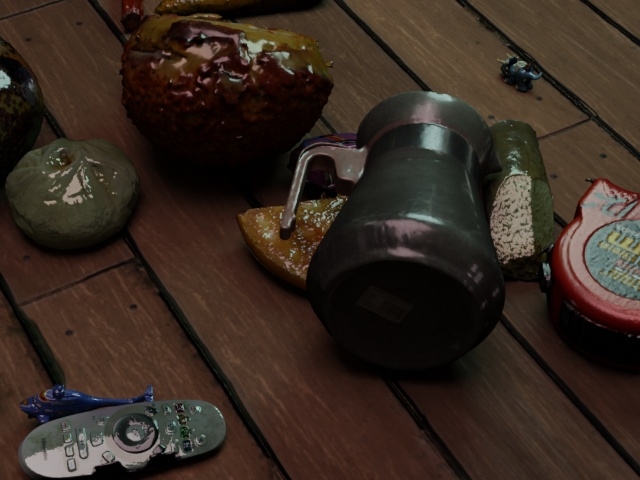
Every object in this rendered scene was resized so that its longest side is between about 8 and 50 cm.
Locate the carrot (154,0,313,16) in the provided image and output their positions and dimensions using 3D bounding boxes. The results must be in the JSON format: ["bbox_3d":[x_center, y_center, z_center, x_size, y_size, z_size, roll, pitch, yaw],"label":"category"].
[{"bbox_3d":[-0.137,-0.428,2.284,0.314,0.066,0.066,-12,45,-8],"label":"carrot"}]

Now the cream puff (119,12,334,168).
[{"bbox_3d":[-0.150,-0.221,1.942,0.350,0.229,0.350,8,9,-1],"label":"cream puff"}]

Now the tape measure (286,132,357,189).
[{"bbox_3d":[0.017,-0.117,1.932,0.125,0.074,0.118,-13,18,-29],"label":"tape measure"}]

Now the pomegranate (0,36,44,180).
[{"bbox_3d":[-0.557,-0.239,1.898,0.284,0.341,0.285,-2,40,2],"label":"pomegranate"}]

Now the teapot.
[{"bbox_3d":[0.101,-0.022,1.725,0.300,0.253,0.344,10,43,2],"label":"teapot"}]

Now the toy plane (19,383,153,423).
[{"bbox_3d":[-0.297,0.206,1.640,0.167,0.062,0.054,0,43,-13],"label":"toy plane"}]

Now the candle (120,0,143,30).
[{"bbox_3d":[-0.330,-0.431,2.300,0.048,0.053,0.162,0,42,-7],"label":"candle"}]

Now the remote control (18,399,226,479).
[{"bbox_3d":[-0.243,0.251,1.601,0.256,0.045,0.097,-7,54,-11],"label":"remote control"}]

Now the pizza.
[{"bbox_3d":[0.000,0.000,1.846,0.193,0.053,0.201,-30,57,-27],"label":"pizza"}]

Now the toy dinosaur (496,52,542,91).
[{"bbox_3d":[0.328,-0.278,2.129,0.030,0.047,0.083,-31,50,-29],"label":"toy dinosaur"}]

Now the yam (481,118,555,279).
[{"bbox_3d":[0.283,-0.064,1.877,0.106,0.106,0.259,-2,43,-1],"label":"yam"}]

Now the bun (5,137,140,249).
[{"bbox_3d":[-0.360,-0.081,1.894,0.195,0.118,0.195,0,41,0],"label":"bun"}]

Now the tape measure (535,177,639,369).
[{"bbox_3d":[0.419,0.052,1.745,0.253,0.114,0.260,26,54,24],"label":"tape measure"}]
